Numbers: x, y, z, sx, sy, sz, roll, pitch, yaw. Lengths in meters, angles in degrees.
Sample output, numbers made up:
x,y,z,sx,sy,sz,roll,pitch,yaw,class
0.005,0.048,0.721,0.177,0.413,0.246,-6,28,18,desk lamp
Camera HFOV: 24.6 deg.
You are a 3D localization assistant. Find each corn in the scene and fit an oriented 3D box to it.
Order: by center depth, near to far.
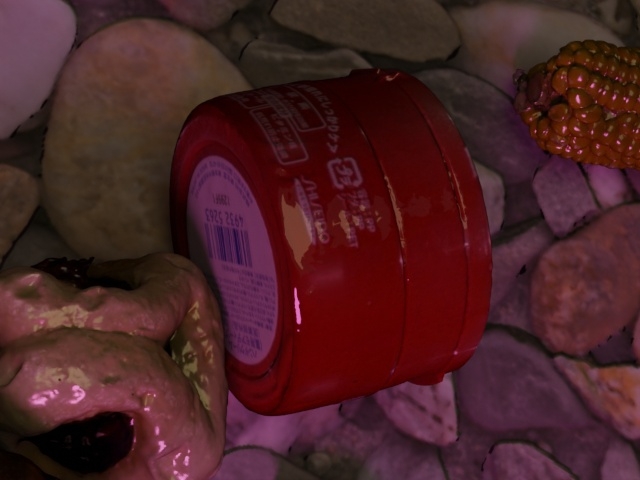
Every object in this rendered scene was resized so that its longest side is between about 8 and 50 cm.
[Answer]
x,y,z,sx,sy,sz,roll,pitch,yaw,class
0.311,-0.092,1.191,0.313,0.102,0.101,10,72,-17,corn

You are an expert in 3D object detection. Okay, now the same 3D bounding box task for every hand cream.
x,y,z,sx,sy,sz,roll,pitch,yaw,class
0.000,0.000,0.991,0.149,0.230,0.230,-10,79,-24,hand cream

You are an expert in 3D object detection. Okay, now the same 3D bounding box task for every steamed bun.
x,y,z,sx,sy,sz,roll,pitch,yaw,class
-0.153,0.078,0.931,0.155,0.141,0.172,30,52,-58,steamed bun

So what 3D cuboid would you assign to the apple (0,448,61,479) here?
x,y,z,sx,sy,sz,roll,pitch,yaw,class
-0.238,0.204,0.846,0.230,0.230,0.229,5,74,-18,apple
